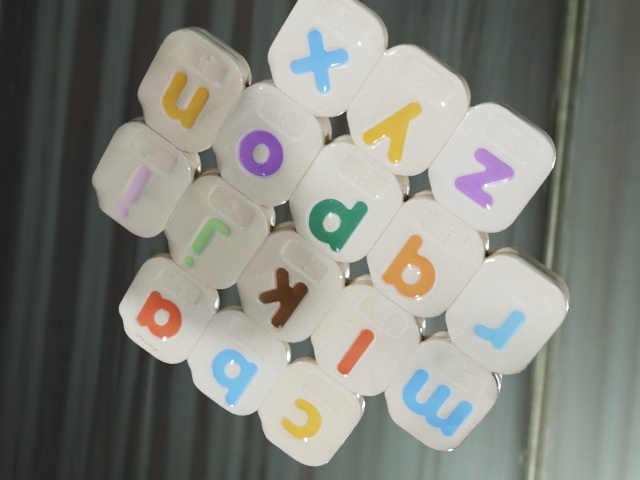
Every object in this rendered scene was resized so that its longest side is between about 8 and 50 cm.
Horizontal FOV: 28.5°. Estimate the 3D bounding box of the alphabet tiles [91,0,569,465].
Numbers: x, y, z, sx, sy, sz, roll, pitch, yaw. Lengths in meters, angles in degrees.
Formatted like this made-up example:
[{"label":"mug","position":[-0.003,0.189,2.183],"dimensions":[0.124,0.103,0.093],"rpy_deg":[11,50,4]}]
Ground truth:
[{"label":"alphabet tiles","position":[0.000,0.000,0.758],"dimensions":[0.284,0.278,0.021],"rpy_deg":[35,-151,4]}]
